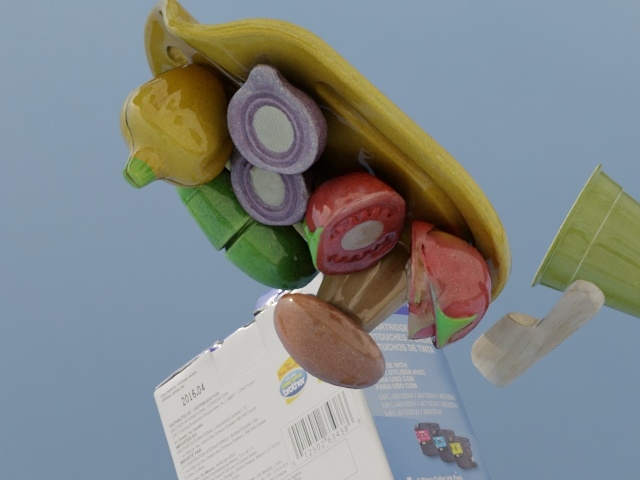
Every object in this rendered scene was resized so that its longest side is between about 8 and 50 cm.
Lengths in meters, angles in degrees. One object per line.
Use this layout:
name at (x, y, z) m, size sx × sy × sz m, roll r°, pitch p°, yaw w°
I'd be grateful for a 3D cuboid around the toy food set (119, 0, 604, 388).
toy food set at (0.000, 0.000, 0.663) m, size 0.218 × 0.128 × 0.071 m, roll 40°, pitch -115°, yaw -6°

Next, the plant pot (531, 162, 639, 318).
plant pot at (0.177, 0.010, 0.989) m, size 0.079 × 0.083 × 0.083 m, roll 30°, pitch -135°, yaw 10°

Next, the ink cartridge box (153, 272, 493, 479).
ink cartridge box at (0.003, 0.205, 1.623) m, size 0.151 × 0.270 × 0.396 m, roll 6°, pitch -123°, yaw -47°
